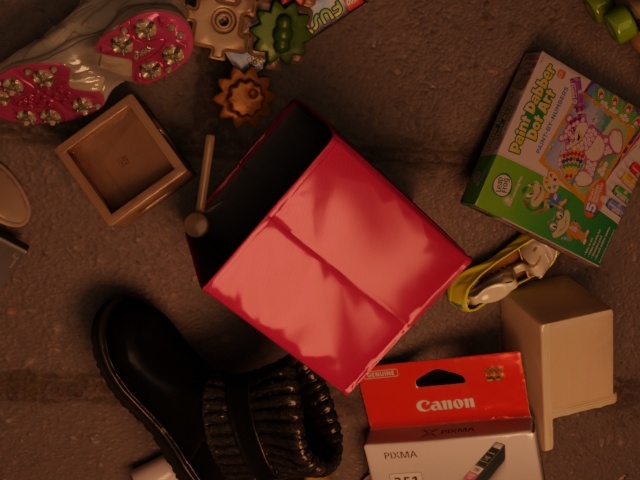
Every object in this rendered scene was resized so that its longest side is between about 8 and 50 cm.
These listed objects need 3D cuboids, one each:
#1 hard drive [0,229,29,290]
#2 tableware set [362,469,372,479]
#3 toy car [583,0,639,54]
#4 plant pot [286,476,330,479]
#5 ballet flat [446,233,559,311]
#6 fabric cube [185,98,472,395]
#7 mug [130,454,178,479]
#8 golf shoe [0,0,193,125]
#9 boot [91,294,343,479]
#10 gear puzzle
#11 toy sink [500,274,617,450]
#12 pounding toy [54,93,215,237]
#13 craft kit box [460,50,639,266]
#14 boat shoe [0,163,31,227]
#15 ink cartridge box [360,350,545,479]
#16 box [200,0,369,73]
[{"bbox_3d":[-0.484,0.010,1.204,0.135,0.022,0.094,31,117,-21],"label":"hard drive"},{"bbox_3d":[0.147,0.390,1.504,0.141,0.020,0.168,17,106,-18],"label":"tableware set"},{"bbox_3d":[0.501,-0.310,1.282,0.155,0.149,0.188,-29,126,11],"label":"toy car"},{"bbox_3d":[-0.068,0.458,1.368,0.254,0.254,0.239,-37,128,2],"label":"plant pot"},{"bbox_3d":[0.309,0.046,1.387,0.231,0.077,0.077,-30,112,-2],"label":"ballet flat"},{"bbox_3d":[0.000,0.000,1.203,0.258,0.254,0.259,39,96,-22],"label":"fabric cube"},{"bbox_3d":[-0.257,0.374,1.390,0.064,0.078,0.062,-34,81,-9],"label":"mug"},{"bbox_3d":[-0.302,-0.247,1.131,0.306,0.140,0.115,-18,144,14],"label":"golf shoe"},{"bbox_3d":[-0.141,0.197,1.224,0.260,0.131,0.348,-25,103,37],"label":"boot"},{"bbox_3d":[-0.086,-0.311,1.143,0.175,0.044,0.339,8,107,-16],"label":"gear puzzle"},{"bbox_3d":[0.387,0.196,1.420,0.131,0.153,0.234,-11,110,-10],"label":"toy sink"},{"bbox_3d":[-0.214,-0.088,1.177,0.181,0.094,0.206,-36,89,1],"label":"pounding toy"},{"bbox_3d":[0.368,-0.120,1.328,0.246,0.061,0.250,24,89,-17],"label":"craft kit box"},{"bbox_3d":[-0.485,-0.085,1.175,0.065,0.075,0.206,-21,129,42],"label":"boat shoe"},{"bbox_3d":[0.204,0.309,1.397,0.275,0.060,0.239,-9,107,17],"label":"ink cartridge box"},{"bbox_3d":[-0.050,-0.320,1.194,0.207,0.036,0.114,-33,113,0],"label":"box"}]
